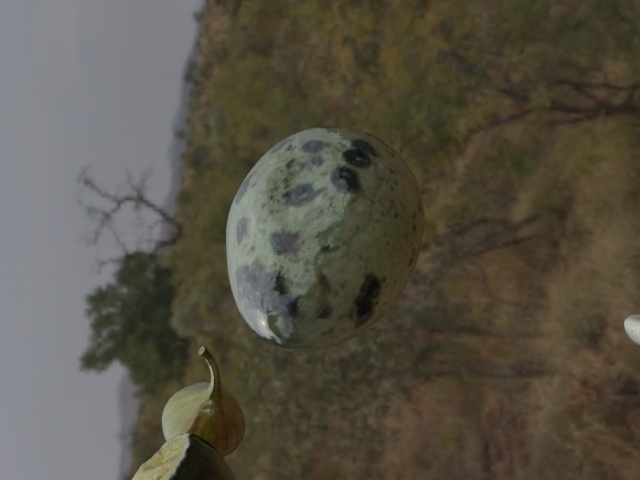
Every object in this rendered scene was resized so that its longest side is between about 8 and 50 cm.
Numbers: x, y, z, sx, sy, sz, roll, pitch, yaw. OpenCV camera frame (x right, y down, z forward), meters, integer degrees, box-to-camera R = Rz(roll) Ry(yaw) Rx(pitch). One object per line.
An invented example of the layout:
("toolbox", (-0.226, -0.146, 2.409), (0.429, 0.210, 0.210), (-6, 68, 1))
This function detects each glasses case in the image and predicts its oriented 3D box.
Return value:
("glasses case", (0.332, 0.091, 1.097), (0.083, 0.021, 0.032), (7, 127, 58))

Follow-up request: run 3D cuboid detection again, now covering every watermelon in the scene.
("watermelon", (-0.138, 0.285, 1.028), (0.204, 0.127, 0.232), (-58, 13, -9))

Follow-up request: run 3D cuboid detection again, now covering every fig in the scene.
("fig", (-0.128, 0.182, 1.179), (0.166, 0.093, 0.093), (87, -173, -66))

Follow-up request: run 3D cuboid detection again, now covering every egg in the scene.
("egg", (0.000, 0.000, 0.812), (0.141, 0.141, 0.181), (108, -175, -56))
